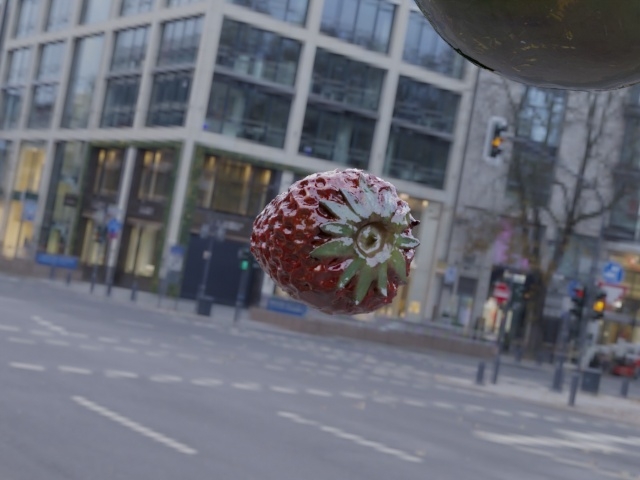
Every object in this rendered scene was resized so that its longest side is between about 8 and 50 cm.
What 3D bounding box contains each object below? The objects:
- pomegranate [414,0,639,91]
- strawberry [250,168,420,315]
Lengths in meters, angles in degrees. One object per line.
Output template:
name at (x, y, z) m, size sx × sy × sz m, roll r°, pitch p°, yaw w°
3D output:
pomegranate at (0.142, -0.226, 0.568) m, size 0.236 × 0.301 × 0.236 m, roll -7°, pitch 36°, yaw 6°
strawberry at (0.000, 0.000, 1.453) m, size 0.205 × 0.205 × 0.244 m, roll 11°, pitch -7°, yaw -33°
